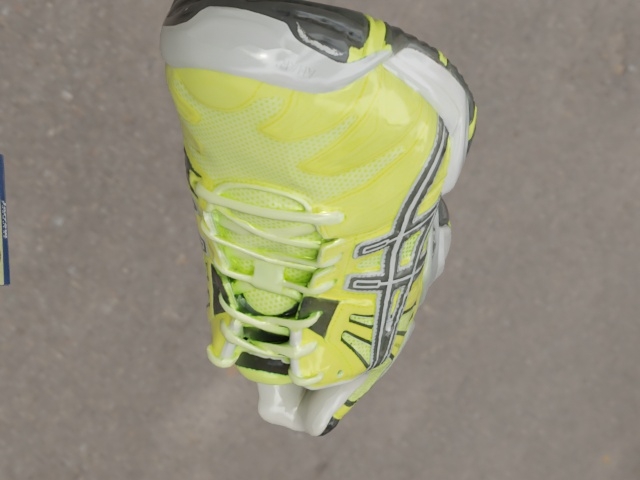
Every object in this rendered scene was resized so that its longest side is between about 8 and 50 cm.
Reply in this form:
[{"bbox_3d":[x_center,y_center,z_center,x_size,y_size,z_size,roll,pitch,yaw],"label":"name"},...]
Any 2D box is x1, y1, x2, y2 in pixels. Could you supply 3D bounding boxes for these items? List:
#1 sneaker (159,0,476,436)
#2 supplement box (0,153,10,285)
[{"bbox_3d":[0.000,0.000,0.816,0.384,0.145,0.147,65,41,-65],"label":"sneaker"},{"bbox_3d":[-0.177,-0.007,0.607,0.083,0.083,0.056,10,76,-79],"label":"supplement box"}]
